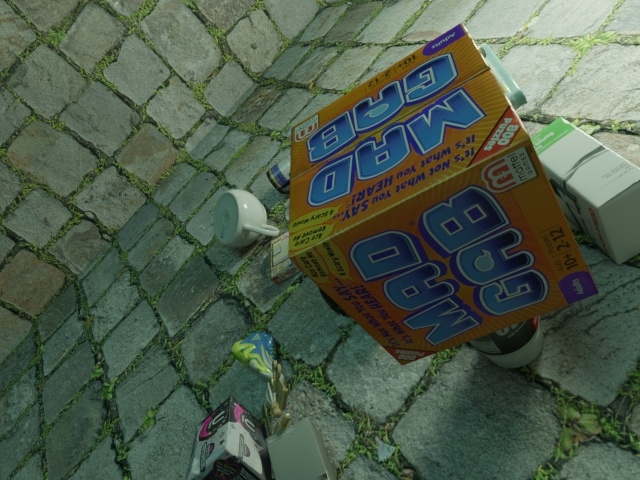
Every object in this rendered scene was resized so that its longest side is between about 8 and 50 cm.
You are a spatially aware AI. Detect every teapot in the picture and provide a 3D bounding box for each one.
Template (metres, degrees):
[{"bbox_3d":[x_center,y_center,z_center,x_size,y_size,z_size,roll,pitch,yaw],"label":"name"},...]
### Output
[{"bbox_3d":[-0.299,-0.084,2.032,0.252,0.187,0.256,-37,59,43],"label":"teapot"}]

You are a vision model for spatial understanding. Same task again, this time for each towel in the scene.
[{"bbox_3d":[0.464,-0.462,1.649,0.320,0.090,0.374,-32,36,24],"label":"towel"}]

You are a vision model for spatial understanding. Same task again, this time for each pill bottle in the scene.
[{"bbox_3d":[-0.106,-0.301,2.096,0.219,0.123,0.123,-35,37,12],"label":"pill bottle"},{"bbox_3d":[0.358,0.144,1.057,0.161,0.283,0.161,-26,39,24],"label":"pill bottle"}]

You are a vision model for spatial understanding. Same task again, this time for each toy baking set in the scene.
[{"bbox_3d":[-0.117,0.440,1.351,0.197,0.030,0.256,-104,24,-47],"label":"toy baking set"}]

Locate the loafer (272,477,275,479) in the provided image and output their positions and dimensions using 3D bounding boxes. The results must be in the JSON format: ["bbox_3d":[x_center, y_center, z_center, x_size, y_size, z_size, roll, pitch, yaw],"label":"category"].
[{"bbox_3d":[-0.131,0.627,1.261,0.148,0.050,0.056,-24,41,27],"label":"loafer"}]

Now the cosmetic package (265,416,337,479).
[{"bbox_3d":[-0.034,0.554,1.177,0.127,0.107,0.238,-29,39,-3],"label":"cosmetic package"}]

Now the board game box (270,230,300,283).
[{"bbox_3d":[-0.112,0.046,1.823,0.147,0.045,0.193,-30,38,21],"label":"board game box"}]

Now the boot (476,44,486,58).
[{"bbox_3d":[0.390,-0.531,1.641,0.263,0.091,0.229,17,69,52],"label":"boot"}]

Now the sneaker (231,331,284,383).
[{"bbox_3d":[-0.170,0.348,1.545,0.240,0.091,0.126,24,60,40],"label":"sneaker"}]

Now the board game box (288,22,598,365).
[{"bbox_3d":[0.192,-0.067,0.879,0.356,0.356,0.356,-27,39,22],"label":"board game box"}]

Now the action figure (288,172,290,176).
[{"bbox_3d":[0.065,-0.144,1.489,0.330,0.178,0.341,2,74,47],"label":"action figure"}]

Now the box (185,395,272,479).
[{"bbox_3d":[-0.227,0.543,1.281,0.142,0.163,0.247,-42,14,2],"label":"box"}]

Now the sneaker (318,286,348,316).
[{"bbox_3d":[0.115,0.153,1.470,0.283,0.110,0.122,8,43,45],"label":"sneaker"}]

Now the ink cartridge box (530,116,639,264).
[{"bbox_3d":[0.606,-0.117,1.133,0.121,0.211,0.289,-36,36,11],"label":"ink cartridge box"}]
